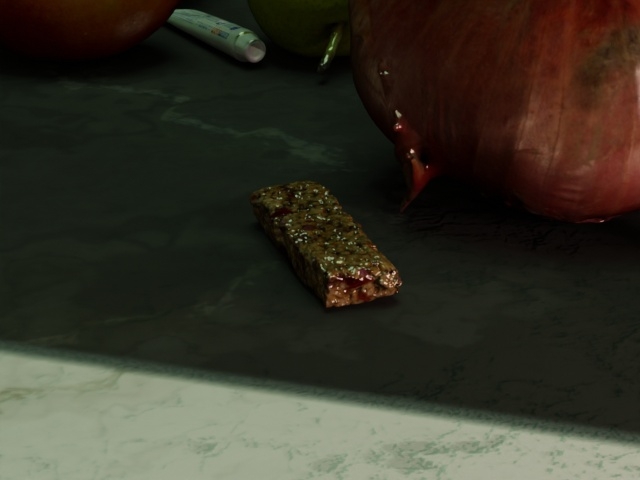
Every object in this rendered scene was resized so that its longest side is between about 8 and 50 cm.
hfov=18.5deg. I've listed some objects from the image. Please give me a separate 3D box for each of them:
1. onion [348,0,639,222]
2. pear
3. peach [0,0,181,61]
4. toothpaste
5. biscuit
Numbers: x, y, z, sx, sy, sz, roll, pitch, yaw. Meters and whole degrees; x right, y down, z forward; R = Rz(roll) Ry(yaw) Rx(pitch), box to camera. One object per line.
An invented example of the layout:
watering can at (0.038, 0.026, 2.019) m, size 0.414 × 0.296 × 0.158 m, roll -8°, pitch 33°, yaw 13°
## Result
onion at (0.190, -0.162, 1.604) m, size 0.353 × 0.354 × 0.353 m, roll 0°, pitch 22°, yaw 0°
pear at (0.013, -0.253, 1.997) m, size 0.180 × 0.166 × 0.216 m, roll 6°, pitch 46°, yaw -17°
peach at (-0.248, -0.279, 1.993) m, size 0.226 × 0.190 × 0.196 m, roll -8°, pitch 13°, yaw -4°
toothpaste at (-0.113, -0.222, 2.068) m, size 0.052 × 0.033 × 0.218 m, roll -6°, pitch 19°, yaw -26°
biscuit at (0.000, 0.000, 1.504) m, size 0.064 × 0.034 × 0.199 m, roll -8°, pitch 23°, yaw -17°
